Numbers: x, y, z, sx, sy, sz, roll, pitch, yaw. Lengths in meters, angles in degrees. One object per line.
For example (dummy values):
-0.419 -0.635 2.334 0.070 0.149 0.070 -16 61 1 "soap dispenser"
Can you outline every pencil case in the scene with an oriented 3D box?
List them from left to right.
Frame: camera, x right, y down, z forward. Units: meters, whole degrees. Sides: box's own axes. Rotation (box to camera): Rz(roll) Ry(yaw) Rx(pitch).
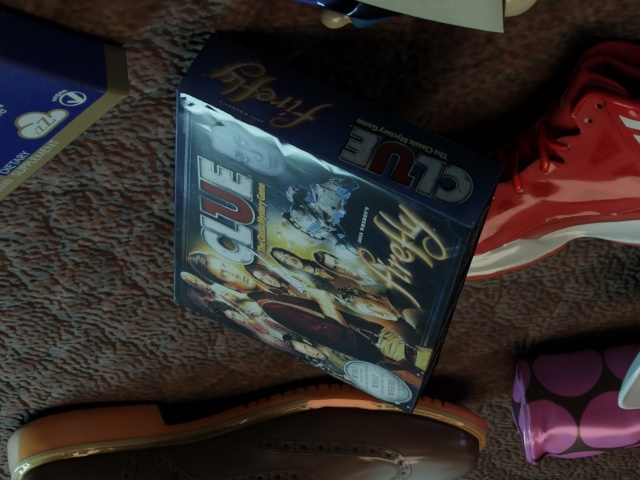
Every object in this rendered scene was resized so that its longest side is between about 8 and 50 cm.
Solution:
0.246 0.118 1.304 0.209 0.095 0.098 -5 174 -1 "pencil case"

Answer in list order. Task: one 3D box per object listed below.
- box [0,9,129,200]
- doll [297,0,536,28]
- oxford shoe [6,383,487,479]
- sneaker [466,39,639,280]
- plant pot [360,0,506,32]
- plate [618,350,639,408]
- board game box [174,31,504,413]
-0.223 -0.079 0.845 0.225 0.036 0.136 17 144 -37 "box"
0.021 -0.126 0.800 0.189 0.046 0.129 4 168 -26 "doll"
-0.048 0.194 1.315 0.363 0.133 0.130 -6 153 -4 "oxford shoe"
0.120 -0.054 0.971 0.221 0.087 0.128 -10 134 9 "sneaker"
0.027 -0.157 0.696 0.096 0.109 0.109 2 154 9 "plant pot"
0.352 0.010 1.125 0.278 0.045 0.277 -5 145 -17 "plate"
0.000 0.000 0.964 0.165 0.042 0.243 25 153 9 "board game box"
